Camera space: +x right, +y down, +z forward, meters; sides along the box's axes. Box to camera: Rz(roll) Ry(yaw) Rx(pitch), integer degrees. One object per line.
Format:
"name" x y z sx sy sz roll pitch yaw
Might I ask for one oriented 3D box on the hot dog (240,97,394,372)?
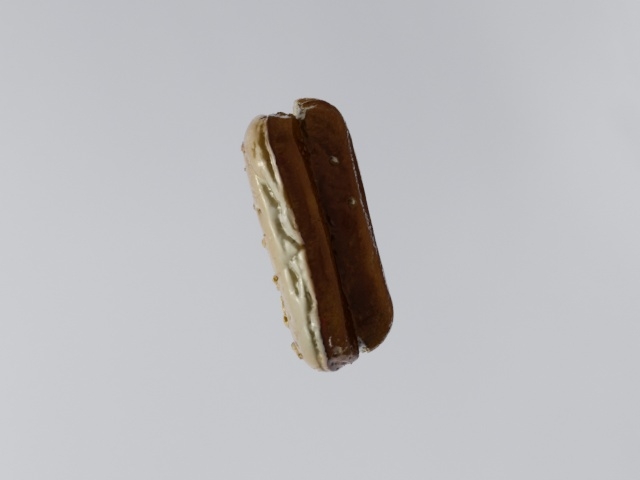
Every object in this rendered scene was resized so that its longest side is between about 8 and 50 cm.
"hot dog" 0.000 0.000 0.919 0.071 0.045 0.165 -28 -68 -39
